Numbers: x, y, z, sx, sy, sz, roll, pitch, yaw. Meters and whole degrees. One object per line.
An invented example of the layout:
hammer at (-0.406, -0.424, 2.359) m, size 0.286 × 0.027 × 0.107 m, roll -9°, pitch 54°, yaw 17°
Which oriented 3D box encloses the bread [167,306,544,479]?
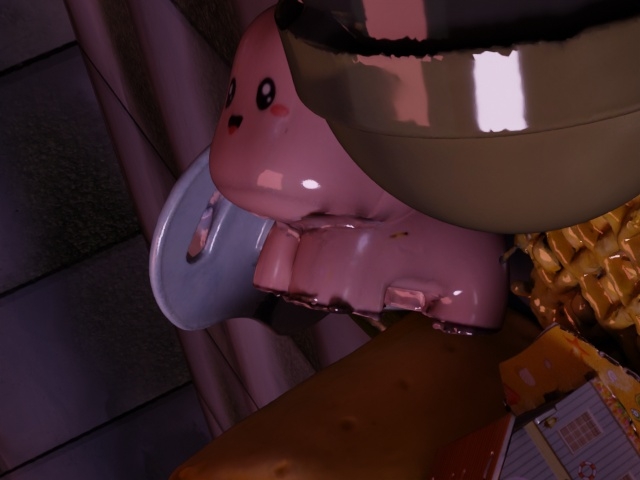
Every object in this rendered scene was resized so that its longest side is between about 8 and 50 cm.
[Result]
bread at (0.072, 0.278, 1.055) m, size 0.250 × 0.394 × 0.361 m, roll 17°, pitch 129°, yaw 51°

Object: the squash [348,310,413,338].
squash at (0.037, 0.032, 1.333) m, size 0.318 × 0.071 × 0.080 m, roll 48°, pitch 159°, yaw 50°

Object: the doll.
doll at (0.038, -0.083, 0.955) m, size 0.284 × 0.216 × 0.268 m, roll 15°, pitch 95°, yaw 62°

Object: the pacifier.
pacifier at (0.000, 0.000, 1.121) m, size 0.207 × 0.279 × 0.227 m, roll 39°, pitch 109°, yaw 35°

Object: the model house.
model house at (0.142, 0.173, 0.827) m, size 0.207 × 0.136 × 0.219 m, roll 58°, pitch 162°, yaw 6°

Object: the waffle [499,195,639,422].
waffle at (0.203, 0.052, 0.802) m, size 0.280 × 0.060 × 0.262 m, roll 43°, pitch 152°, yaw 53°

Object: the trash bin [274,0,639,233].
trash bin at (0.074, -0.162, 0.592) m, size 0.214 × 0.214 × 0.334 m, roll 37°, pitch 145°, yaw 61°
